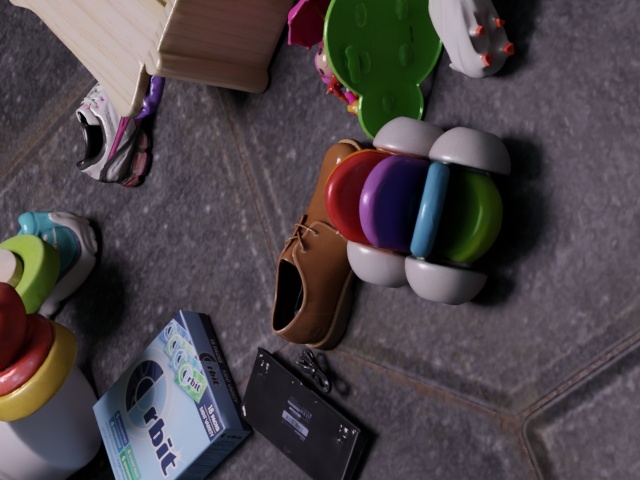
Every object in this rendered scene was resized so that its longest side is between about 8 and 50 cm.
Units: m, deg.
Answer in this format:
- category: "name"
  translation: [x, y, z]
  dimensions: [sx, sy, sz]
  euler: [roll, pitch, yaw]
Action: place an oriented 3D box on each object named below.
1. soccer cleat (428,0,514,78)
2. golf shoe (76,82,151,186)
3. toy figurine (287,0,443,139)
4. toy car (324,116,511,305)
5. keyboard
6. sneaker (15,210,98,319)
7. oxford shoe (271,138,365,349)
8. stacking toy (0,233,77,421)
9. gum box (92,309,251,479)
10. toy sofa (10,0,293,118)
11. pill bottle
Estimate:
- category: "soccer cleat"
  translation: [0.123, -0.243, 1.461]
  dimensions: [0.076, 0.068, 0.196]
  euler: [8, 114, 56]
- category: "golf shoe"
  translation: [-0.240, -0.159, 1.866]
  dimensions: [0.067, 0.086, 0.186]
  euler: [-11, 73, 47]
- category: "toy figurine"
  translation: [0.030, -0.191, 1.584]
  dimensions: [0.159, 0.130, 0.173]
  euler: [24, 124, 61]
- category: "toy car"
  translation: [0.077, -0.033, 1.452]
  dimensions: [0.182, 0.136, 0.159]
  euler: [16, 93, 48]
- category: "keyboard"
  translation: [-0.013, 0.167, 1.595]
  dimensions: [0.180, 0.023, 0.108]
  euler: [34, 113, 45]
- category: "sneaker"
  translation: [-0.382, 0.060, 1.954]
  dimensions: [0.275, 0.110, 0.107]
  euler: [-52, 48, 27]
- category: "oxford shoe"
  translation: [0.000, 0.000, 1.577]
  dimensions: [0.076, 0.076, 0.212]
  euler: [8, 86, 50]
- category: "stacking toy"
  translation: [-0.423, 0.096, 1.744]
  dimensions: [0.309, 0.130, 0.280]
  euler: [-29, 38, 17]
- category: "gum box"
  translation: [-0.165, 0.194, 1.739]
  dimensions: [0.184, 0.041, 0.157]
  euler: [-46, 51, 30]
- category: "toy sofa"
  translation: [-0.200, -0.276, 1.799]
  dimensions: [0.362, 0.150, 0.177]
  euler: [43, 118, 43]
- category: "pill bottle"
  translation: [-0.439, 0.268, 1.884]
  dimensions: [0.361, 0.204, 0.204]
  euler: [-35, 57, 27]
